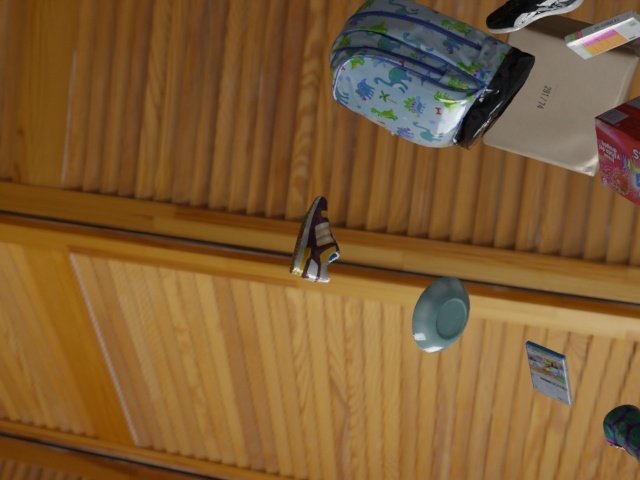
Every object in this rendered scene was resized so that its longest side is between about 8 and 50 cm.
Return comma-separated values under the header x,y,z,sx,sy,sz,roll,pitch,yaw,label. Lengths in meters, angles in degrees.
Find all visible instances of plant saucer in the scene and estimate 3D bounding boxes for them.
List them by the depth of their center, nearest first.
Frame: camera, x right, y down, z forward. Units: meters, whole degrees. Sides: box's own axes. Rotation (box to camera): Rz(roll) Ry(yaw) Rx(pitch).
x,y,z,sx,sy,sz,roll,pitch,yaw,label
0.305,0.185,2.031,0.195,0.037,0.195,-11,109,-35,plant saucer

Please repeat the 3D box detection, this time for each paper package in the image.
x,y,z,sx,sy,sz,roll,pitch,yaw,label
0.587,-0.365,2.046,0.168,0.310,0.324,-49,153,-51,paper package

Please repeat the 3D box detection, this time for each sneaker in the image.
x,y,z,sx,sy,sz,roll,pitch,yaw,label
0.000,0.000,1.606,0.069,0.084,0.185,122,-13,-57,sneaker
0.422,-0.514,1.733,0.121,0.217,0.079,42,51,-37,sneaker

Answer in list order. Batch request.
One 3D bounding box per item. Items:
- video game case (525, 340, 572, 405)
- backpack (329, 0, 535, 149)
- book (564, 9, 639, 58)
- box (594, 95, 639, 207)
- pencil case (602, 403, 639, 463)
x,y,z,sx,sy,sz,roll,pitch,yaw,label
0.597,0.346,2.183,0.015,0.119,0.166,-35,124,-26,video game case
0.194,-0.334,1.666,0.273,0.355,0.290,-47,174,-18,backpack
0.591,-0.425,1.723,0.096,0.144,0.035,7,72,-49,book
0.506,-0.101,1.136,0.257,0.128,0.122,50,-17,55,box
0.458,0.289,1.176,0.070,0.064,0.151,-51,-168,5,pencil case
